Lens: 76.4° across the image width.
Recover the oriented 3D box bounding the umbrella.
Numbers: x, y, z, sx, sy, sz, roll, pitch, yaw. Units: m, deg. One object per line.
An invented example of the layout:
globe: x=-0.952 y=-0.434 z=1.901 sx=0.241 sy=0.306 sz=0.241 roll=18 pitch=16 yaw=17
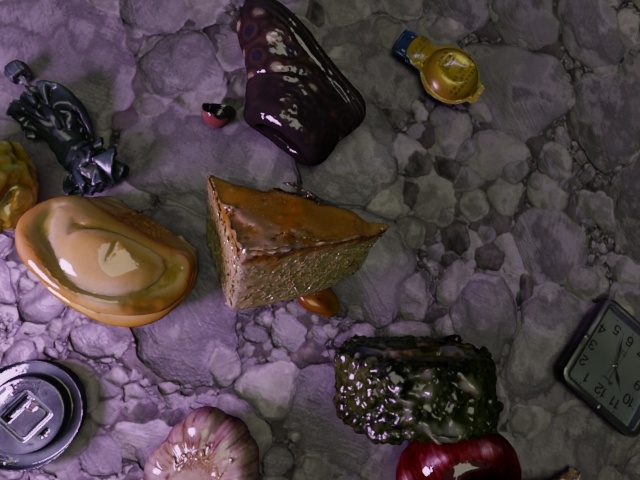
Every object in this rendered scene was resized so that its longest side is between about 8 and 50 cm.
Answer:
umbrella: x=-0.574 y=-0.250 z=0.885 sx=0.143 sy=0.094 sz=0.349 roll=-36 pitch=89 yaw=-17

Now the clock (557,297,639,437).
clock: x=0.795 y=0.336 z=1.094 sx=0.273 sy=0.049 sz=0.279 roll=41 pitch=77 yaw=-3

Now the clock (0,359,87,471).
clock: x=-0.596 y=0.352 z=0.831 sx=0.215 sy=0.042 sz=0.215 roll=1 pitch=82 yaw=-11

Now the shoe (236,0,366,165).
shoe: x=-0.091 y=-0.357 z=0.950 sx=0.384 sy=0.171 sz=0.237 roll=47 pitch=73 yaw=-10

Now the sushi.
sushi: x=0.205 y=0.305 z=0.863 sx=0.352 sy=0.294 sz=0.178 roll=2 pitch=86 yaw=-14

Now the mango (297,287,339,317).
mango: x=-0.005 y=0.139 z=0.961 sx=0.114 sy=0.060 sz=0.080 roll=39 pitch=62 yaw=-2

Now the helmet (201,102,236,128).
helmet: x=-0.247 y=-0.294 z=0.974 sx=0.084 sy=0.049 sz=0.065 roll=-8 pitch=50 yaw=-37

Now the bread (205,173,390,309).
bread: x=-0.079 y=-0.019 z=0.875 sx=0.315 sy=0.248 sz=0.279 roll=-17 pitch=54 yaw=-32

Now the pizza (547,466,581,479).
pizza: x=0.595 y=0.651 z=1.017 sx=0.195 sy=0.052 sz=0.185 roll=-42 pitch=95 yaw=-13

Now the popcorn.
popcorn: x=-0.696 y=-0.110 z=0.792 sx=0.249 sy=0.225 sz=0.249 roll=3 pitch=84 yaw=-29

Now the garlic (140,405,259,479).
garlic: x=-0.231 y=0.466 z=0.835 sx=0.245 sy=0.160 sz=0.245 roll=-1 pitch=82 yaw=10

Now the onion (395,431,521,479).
onion: x=0.307 y=0.533 z=0.868 sx=0.273 sy=0.285 sz=0.273 roll=-3 pitch=113 yaw=-8

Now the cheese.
cheese: x=0.322 y=-0.469 z=1.095 sx=0.270 sy=0.069 sz=0.177 roll=35 pitch=77 yaw=-2

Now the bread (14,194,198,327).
bread: x=-0.410 y=0.053 z=0.800 sx=0.315 sy=0.270 sz=0.211 roll=30 pitch=93 yaw=-12
